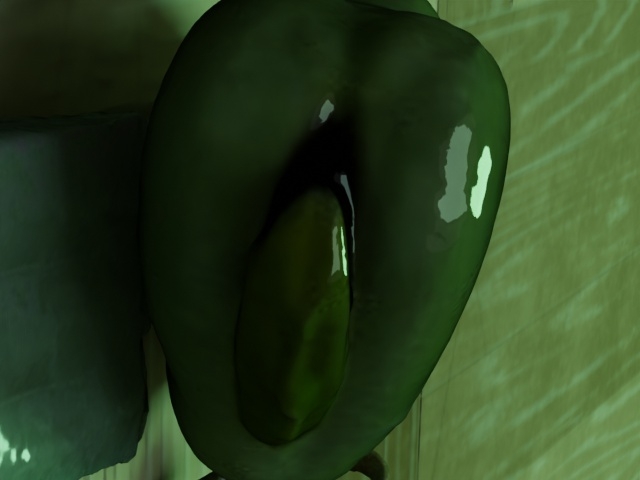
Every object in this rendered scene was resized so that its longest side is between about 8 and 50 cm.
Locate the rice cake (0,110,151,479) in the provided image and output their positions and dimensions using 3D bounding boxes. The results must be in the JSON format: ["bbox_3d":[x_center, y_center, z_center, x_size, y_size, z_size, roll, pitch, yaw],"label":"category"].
[{"bbox_3d":[-0.108,0.023,0.527,0.211,0.038,0.124,-22,118,-60],"label":"rice cake"}]

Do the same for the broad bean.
[{"bbox_3d":[0.000,0.000,0.609,0.228,0.100,0.169,-41,146,-83],"label":"broad bean"}]

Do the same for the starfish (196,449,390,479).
[{"bbox_3d":[-0.031,0.166,0.683,0.146,0.074,0.190,-18,114,-59],"label":"starfish"}]
